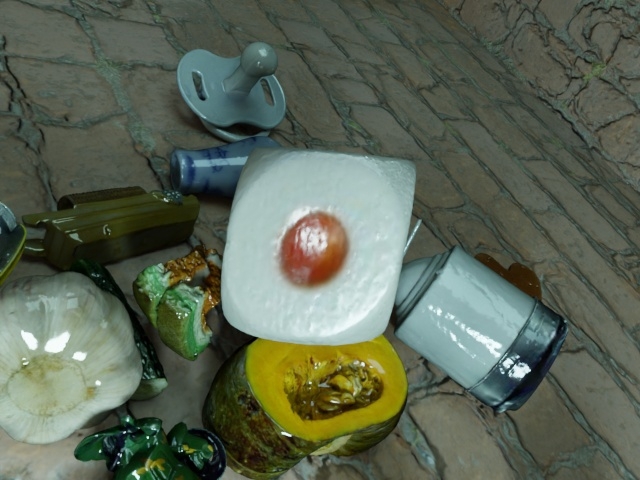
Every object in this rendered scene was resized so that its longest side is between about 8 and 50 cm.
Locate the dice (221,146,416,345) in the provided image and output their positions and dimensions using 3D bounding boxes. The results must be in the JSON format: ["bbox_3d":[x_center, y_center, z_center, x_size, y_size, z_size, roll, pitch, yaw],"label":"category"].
[{"bbox_3d":[0.000,0.000,0.902,0.243,0.259,0.251,7,6,3],"label":"dice"}]

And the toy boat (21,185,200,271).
[{"bbox_3d":[-0.338,-0.034,1.015,0.115,0.089,0.310,45,39,21],"label":"toy boat"}]

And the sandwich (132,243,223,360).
[{"bbox_3d":[-0.186,0.077,0.905,0.109,0.185,0.160,36,65,11],"label":"sandwich"}]

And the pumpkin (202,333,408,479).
[{"bbox_3d":[-0.022,0.216,0.926,0.317,0.139,0.222,-4,53,-35],"label":"pumpkin"}]

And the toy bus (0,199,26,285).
[{"bbox_3d":[-0.554,-0.003,0.771,0.330,0.152,0.144,23,43,-9],"label":"toy bus"}]

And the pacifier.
[{"bbox_3d":[-0.174,-0.355,1.398,0.287,0.226,0.238,-2,67,-36],"label":"pacifier"}]

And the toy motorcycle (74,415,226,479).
[{"bbox_3d":[-0.205,0.312,0.693,0.187,0.125,0.275,30,35,-19],"label":"toy motorcycle"}]

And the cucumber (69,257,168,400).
[{"bbox_3d":[-0.298,0.121,0.881,0.074,0.074,0.241,-10,52,-42],"label":"cucumber"}]

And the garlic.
[{"bbox_3d":[-0.338,0.120,0.768,0.218,0.219,0.212,13,16,-25],"label":"garlic"}]

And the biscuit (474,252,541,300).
[{"bbox_3d":[0.446,0.092,1.487,0.192,0.036,0.186,30,34,-3],"label":"biscuit"}]

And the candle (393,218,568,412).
[{"bbox_3d":[0.266,0.145,1.151,0.342,0.221,0.221,35,36,9],"label":"candle"}]

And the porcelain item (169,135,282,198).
[{"bbox_3d":[-0.165,-0.139,1.233,0.259,0.141,0.141,-5,50,-30],"label":"porcelain item"}]
